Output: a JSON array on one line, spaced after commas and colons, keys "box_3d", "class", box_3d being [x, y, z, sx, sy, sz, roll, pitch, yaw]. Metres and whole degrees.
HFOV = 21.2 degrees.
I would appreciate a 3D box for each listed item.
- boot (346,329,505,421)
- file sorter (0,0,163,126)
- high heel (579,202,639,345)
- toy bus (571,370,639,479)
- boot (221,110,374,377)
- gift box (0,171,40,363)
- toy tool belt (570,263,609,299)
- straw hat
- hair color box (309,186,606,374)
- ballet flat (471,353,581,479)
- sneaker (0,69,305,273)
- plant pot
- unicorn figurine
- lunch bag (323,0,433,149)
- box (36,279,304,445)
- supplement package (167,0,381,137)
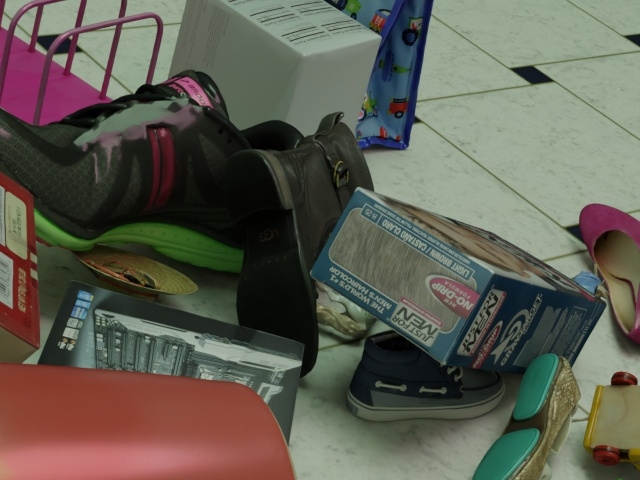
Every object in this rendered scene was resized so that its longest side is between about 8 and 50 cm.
[{"box_3d": [0.120, 0.134, 1.758, 0.190, 0.086, 0.069, -5, 36, -33], "class": "boot"}, {"box_3d": [-0.359, -0.246, 2.062, 0.290, 0.182, 0.202, 33, 33, 27], "class": "file sorter"}, {"box_3d": [0.353, 0.037, 2.048, 0.117, 0.082, 0.244, 6, 43, -38], "class": "high heel"}, {"box_3d": [0.356, 0.201, 1.743, 0.104, 0.191, 0.202, 50, 5, -42], "class": "toy bus"}, {"box_3d": [0.000, 0.000, 1.809, 0.091, 0.263, 0.229, -6, 5, 30], "class": "boot"}, {"box_3d": [-0.389, 0.060, 1.439, 0.276, 0.258, 0.255, 41, 21, -29], "class": "gift box"}, {"box_3d": [0.311, 0.063, 2.010, 0.052, 0.051, 0.083, 20, 30, 6], "class": "toy tool belt"}, {"box_3d": [-0.200, 0.055, 1.749, 0.144, 0.061, 0.144, 19, 9, -3], "class": "straw hat"}, {"box_3d": [0.152, 0.051, 1.765, 0.174, 0.105, 0.347, 32, 9, 26], "class": "hair color box"}, {"box_3d": [0.212, 0.202, 1.696, 0.067, 0.073, 0.206, 51, 51, -21], "class": "ballet flat"}, {"box_3d": [-0.199, -0.095, 1.771, 0.185, 0.202, 0.483, 34, 16, 35], "class": "sneaker"}, {"box_3d": [-0.161, 0.215, 1.282, 0.243, 0.275, 0.275, -4, 36, -28], "class": "plant pot"}, {"box_3d": [0.049, 0.057, 1.889, 0.111, 0.060, 0.162, 21, 49, 13], "class": "unicorn figurine"}, {"box_3d": [0.041, -0.293, 2.231, 0.138, 0.293, 0.221, -9, 38, -38], "class": "lunch bag"}, {"box_3d": [-0.150, 0.173, 1.564, 0.242, 0.076, 0.307, 15, 29, -3], "class": "box"}, {"box_3d": [-0.064, -0.204, 2.127, 0.203, 0.194, 0.149, 36, 36, 29], "class": "supplement package"}]
